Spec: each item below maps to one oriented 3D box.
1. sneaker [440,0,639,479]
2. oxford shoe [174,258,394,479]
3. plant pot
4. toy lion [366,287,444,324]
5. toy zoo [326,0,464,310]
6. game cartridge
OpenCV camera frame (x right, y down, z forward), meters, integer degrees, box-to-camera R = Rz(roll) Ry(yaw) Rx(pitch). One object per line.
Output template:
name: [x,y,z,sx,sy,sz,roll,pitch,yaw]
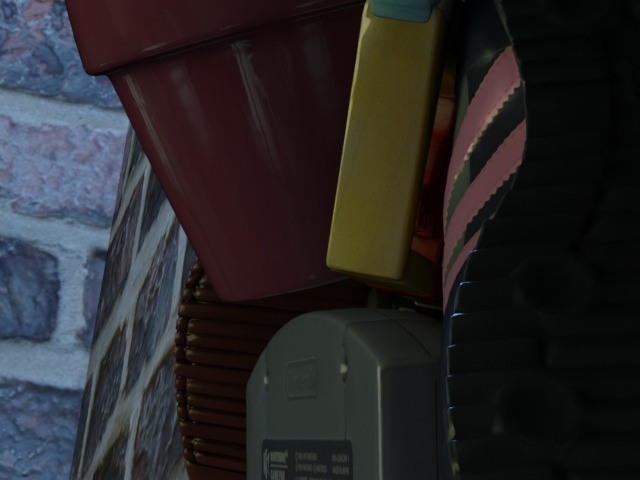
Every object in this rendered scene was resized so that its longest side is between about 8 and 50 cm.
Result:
sneaker: [0.093,0.017,0.603,0.131,0.112,0.319,92,-175,-48]
oxford shoe: [0.000,0.000,1.087,0.130,0.123,0.348,14,-93,-77]
plant pot: [-0.013,-0.072,0.934,0.201,0.201,0.180,-172,67,-79]
toy lion: [0.042,0.076,0.938,0.100,0.034,0.096,-147,62,-77]
toy zoo: [0.051,-0.072,0.752,0.293,0.030,0.192,23,-103,-78]
game cartridge: [0.014,0.131,0.870,0.294,0.060,0.196,157,109,-76]
